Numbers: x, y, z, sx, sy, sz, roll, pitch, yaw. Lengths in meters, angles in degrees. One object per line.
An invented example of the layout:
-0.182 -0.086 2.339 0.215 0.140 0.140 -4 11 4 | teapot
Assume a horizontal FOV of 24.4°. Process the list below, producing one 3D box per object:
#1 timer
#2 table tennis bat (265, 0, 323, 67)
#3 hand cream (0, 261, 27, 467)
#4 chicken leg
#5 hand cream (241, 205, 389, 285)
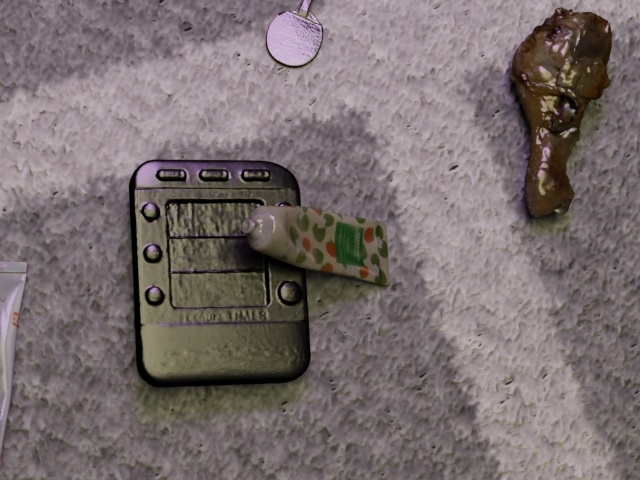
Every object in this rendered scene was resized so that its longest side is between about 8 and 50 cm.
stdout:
-0.085 0.027 1.230 0.144 0.055 0.187 0 78 -16 | timer
-0.019 -0.194 1.328 0.050 0.007 0.083 19 73 -3 | table tennis bat
-0.274 0.118 1.187 0.052 0.038 0.216 14 64 -30 | hand cream
0.208 -0.114 1.318 0.085 0.069 0.197 16 78 -29 | chicken leg
0.000 0.000 1.227 0.165 0.037 0.057 11 71 -42 | hand cream
